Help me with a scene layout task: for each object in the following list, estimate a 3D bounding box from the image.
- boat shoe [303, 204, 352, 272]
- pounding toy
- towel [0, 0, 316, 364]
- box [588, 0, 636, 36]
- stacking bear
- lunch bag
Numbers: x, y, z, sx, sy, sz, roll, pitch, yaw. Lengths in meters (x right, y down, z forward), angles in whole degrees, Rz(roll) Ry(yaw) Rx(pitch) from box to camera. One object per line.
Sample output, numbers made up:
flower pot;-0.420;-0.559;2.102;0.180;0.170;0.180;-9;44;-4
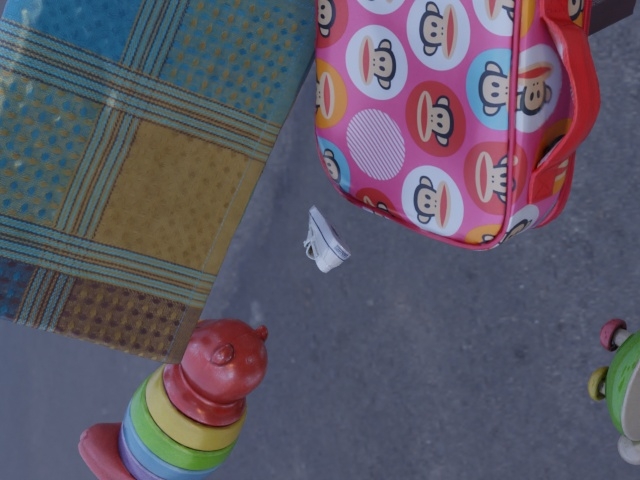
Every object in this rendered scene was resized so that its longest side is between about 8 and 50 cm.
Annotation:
boat shoe;0.000;0.000;0.882;0.035;0.035;0.100;-43;26;8
pounding toy;0.458;0.204;1.464;0.110;0.183;0.237;25;155;42
towel;-0.168;-0.091;0.859;0.040;0.271;0.370;30;97;57
box;0.464;-0.488;1.782;0.169;0.167;0.203;61;176;24
stacking bear;-0.170;0.214;1.309;0.164;0.175;0.289;48;124;20
lunch bag;0.114;-0.146;0.805;0.258;0.120;0.293;25;123;43
